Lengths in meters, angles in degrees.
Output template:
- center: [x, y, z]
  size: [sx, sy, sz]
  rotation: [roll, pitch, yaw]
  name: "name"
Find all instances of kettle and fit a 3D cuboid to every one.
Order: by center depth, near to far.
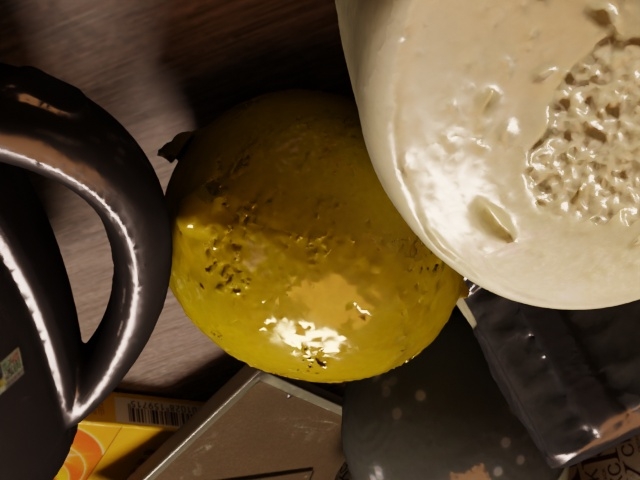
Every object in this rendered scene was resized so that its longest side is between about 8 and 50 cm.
- center: [-0.215, 0.013, 0.591]
  size: [0.268, 0.207, 0.290]
  rotation: [2, 133, -6]
  name: "kettle"

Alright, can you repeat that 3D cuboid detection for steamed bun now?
- center: [0.090, -0.092, 0.529]
  size: [0.154, 0.200, 0.250]
  rotation: [-22, 129, 8]
  name: "steamed bun"

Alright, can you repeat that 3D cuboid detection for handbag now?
- center: [0.219, 0.018, 0.733]
  size: [0.254, 0.181, 0.181]
  rotation: [-33, 168, 22]
  name: "handbag"

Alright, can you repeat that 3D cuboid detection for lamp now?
- center: [0.132, 0.195, 0.900]
  size: [0.182, 0.182, 0.314]
  rotation: [-21, 124, 12]
  name: "lamp"

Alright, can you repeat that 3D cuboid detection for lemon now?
- center: [0.000, 0.000, 0.650]
  size: [0.206, 0.173, 0.173]
  rotation: [16, 136, -23]
  name: "lemon"

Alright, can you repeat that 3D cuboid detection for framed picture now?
- center: [-0.040, 0.219, 0.998]
  size: [0.213, 0.016, 0.289]
  rotation: [-44, 139, 14]
  name: "framed picture"

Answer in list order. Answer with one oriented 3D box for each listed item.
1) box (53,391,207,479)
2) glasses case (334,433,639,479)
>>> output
- center: [-0.233, 0.177, 0.926]
  size: [0.269, 0.043, 0.152]
  rotation: [12, 134, -29]
  name: "box"
- center: [0.183, 0.225, 1.008]
  size: [0.354, 0.137, 0.085]
  rotation: [-12, 173, -12]
  name: "glasses case"
